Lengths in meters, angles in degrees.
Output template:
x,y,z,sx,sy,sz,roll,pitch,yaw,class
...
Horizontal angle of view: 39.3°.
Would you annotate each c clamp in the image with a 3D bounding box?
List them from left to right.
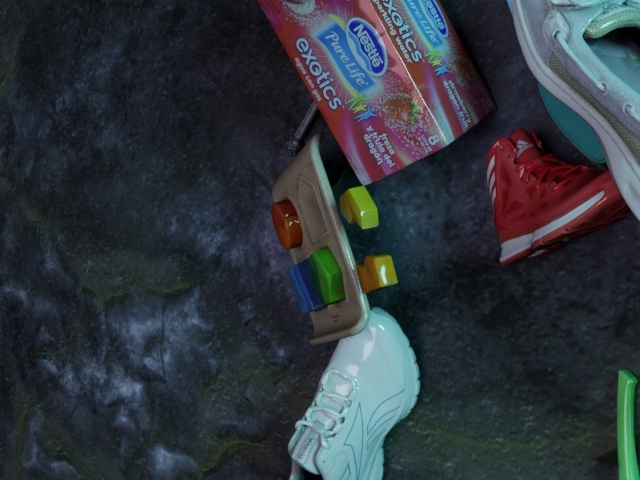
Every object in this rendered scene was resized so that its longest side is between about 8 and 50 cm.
x,y,z,sx,sy,sz,roll,pitch,yaw,class
0.003,-0.147,1.111,0.137,0.022,0.160,39,121,23,c clamp

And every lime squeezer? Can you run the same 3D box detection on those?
x,y,z,sx,sy,sz,roll,pitch,yaw,class
0.278,0.290,0.932,0.110,0.059,0.310,38,122,29,lime squeezer

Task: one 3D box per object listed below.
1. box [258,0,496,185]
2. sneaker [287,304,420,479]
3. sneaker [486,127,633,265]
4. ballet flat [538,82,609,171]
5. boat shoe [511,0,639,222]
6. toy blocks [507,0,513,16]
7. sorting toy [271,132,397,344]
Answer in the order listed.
x,y,z,sx,sy,sz,roll,pitch,yaw,class
0.056,-0.206,0.937,0.123,0.128,0.256,-25,98,42,box
0.031,0.220,1.087,0.111,0.129,0.297,28,115,38,sneaker
0.213,-0.059,0.858,0.221,0.087,0.128,138,116,-66,sneaker
0.296,-0.089,0.830,0.232,0.073,0.080,55,150,22,ballet flat
0.263,-0.140,0.742,0.103,0.118,0.320,110,148,-52,boat shoe
0.215,-0.290,0.869,0.123,0.054,0.148,-17,89,40,toy blocks
0.000,0.000,1.025,0.307,0.041,0.228,146,111,-72,sorting toy
